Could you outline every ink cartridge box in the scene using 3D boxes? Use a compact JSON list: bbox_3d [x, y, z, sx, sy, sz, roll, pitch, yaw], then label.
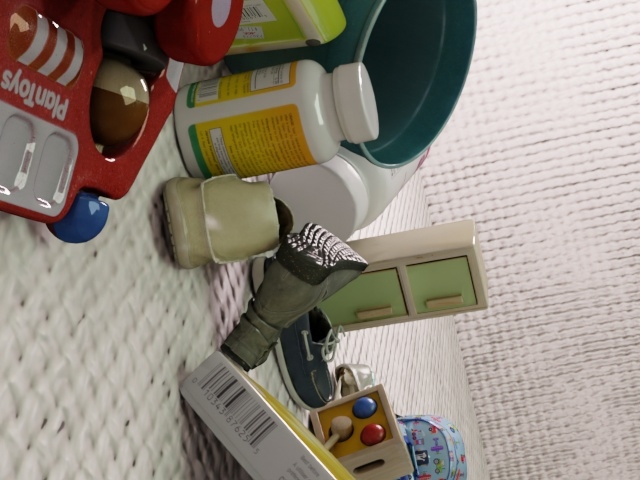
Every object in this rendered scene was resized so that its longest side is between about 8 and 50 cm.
[{"bbox_3d":[0.017,0.273,1.206,0.303,0.072,0.307,42,-3,27],"label":"ink cartridge box"}]

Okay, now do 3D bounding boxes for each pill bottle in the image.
[{"bbox_3d":[0.044,-0.110,1.682,0.283,0.160,0.160,-48,129,-52],"label":"pill bottle"},{"bbox_3d":[-0.046,-0.136,1.296,0.117,0.208,0.118,-11,90,-78],"label":"pill bottle"}]

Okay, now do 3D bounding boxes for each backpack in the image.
[{"bbox_3d":[0.135,0.344,1.802,0.117,0.173,0.158,43,40,-70],"label":"backpack"}]

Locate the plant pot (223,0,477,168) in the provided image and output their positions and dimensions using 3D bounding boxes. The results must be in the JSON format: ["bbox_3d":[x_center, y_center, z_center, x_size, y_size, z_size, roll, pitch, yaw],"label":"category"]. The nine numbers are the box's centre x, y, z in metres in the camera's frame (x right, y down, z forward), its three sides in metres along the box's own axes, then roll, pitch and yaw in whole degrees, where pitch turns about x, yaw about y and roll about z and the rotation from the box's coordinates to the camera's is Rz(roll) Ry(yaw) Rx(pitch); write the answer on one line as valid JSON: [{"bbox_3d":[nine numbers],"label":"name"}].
[{"bbox_3d":[0.022,-0.259,1.485,0.271,0.255,0.272,-35,137,-41],"label":"plant pot"}]

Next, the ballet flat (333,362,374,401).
[{"bbox_3d":[0.054,0.272,1.741,0.213,0.068,0.072,-99,-151,-46],"label":"ballet flat"}]

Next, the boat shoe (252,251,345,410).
[{"bbox_3d":[-0.017,0.119,1.519,0.095,0.079,0.255,-80,156,-58],"label":"boat shoe"}]

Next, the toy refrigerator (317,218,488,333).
[{"bbox_3d":[0.090,0.056,1.614,0.094,0.269,0.102,-76,153,-63],"label":"toy refrigerator"}]

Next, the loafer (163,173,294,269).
[{"bbox_3d":[-0.095,-0.027,1.261,0.268,0.092,0.102,-18,97,-78],"label":"loafer"}]

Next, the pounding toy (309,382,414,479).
[{"bbox_3d":[0.039,0.274,1.579,0.130,0.141,0.100,-108,178,-50],"label":"pounding toy"}]

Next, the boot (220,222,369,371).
[{"bbox_3d":[-0.037,0.068,1.364,0.083,0.161,0.246,38,12,12],"label":"boot"}]

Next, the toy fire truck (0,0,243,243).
[{"bbox_3d":[-0.186,-0.132,0.854,0.302,0.169,0.254,31,74,-73],"label":"toy fire truck"}]

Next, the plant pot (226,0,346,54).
[{"bbox_3d":[-0.087,-0.331,1.269,0.227,0.228,0.207,49,40,-67],"label":"plant pot"}]
